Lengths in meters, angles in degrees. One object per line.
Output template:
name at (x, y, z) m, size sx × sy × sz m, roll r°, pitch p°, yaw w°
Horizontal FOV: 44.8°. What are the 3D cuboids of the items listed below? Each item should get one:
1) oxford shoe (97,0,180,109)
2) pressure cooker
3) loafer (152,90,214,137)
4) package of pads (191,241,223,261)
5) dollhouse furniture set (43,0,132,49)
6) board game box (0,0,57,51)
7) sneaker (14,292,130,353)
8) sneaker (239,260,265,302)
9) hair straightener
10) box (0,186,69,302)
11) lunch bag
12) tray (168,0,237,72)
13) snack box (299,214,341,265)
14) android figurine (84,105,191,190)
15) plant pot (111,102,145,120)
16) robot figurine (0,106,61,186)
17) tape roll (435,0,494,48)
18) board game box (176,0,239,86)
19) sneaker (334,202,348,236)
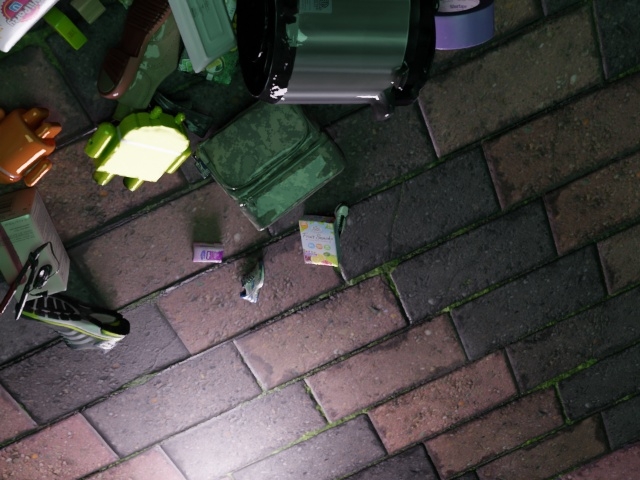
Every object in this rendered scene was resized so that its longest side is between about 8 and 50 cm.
oxford shoe at (-0.365, -0.457, 1.742) m, size 0.130 × 0.123 × 0.348 m, roll 25°, pitch 103°, yaw -50°
pressure cooker at (0.054, -0.469, 1.670) m, size 0.421 × 0.375 × 0.369 m, roll -5°, pitch 128°, yaw -19°
loafer at (-0.332, -0.317, 1.868) m, size 0.170 × 0.062 × 0.061 m, roll 34°, pitch 96°, yaw -37°
package of pads at (-0.305, 0.032, 2.097) m, size 0.083 × 0.032 × 0.050 m, roll 3°, pitch 122°, yaw -16°
dollhouse furniture set at (-0.497, -0.591, 1.652) m, size 0.301 × 0.151 × 0.197 m, roll -46°, pitch 143°, yaw -5°
board game box at (-0.599, -0.551, 1.482) m, size 0.224 × 0.303 × 0.098 m, roll -34°, pitch 156°, yaw 23°
sneaker at (-0.672, 0.233, 2.082) m, size 0.300 × 0.111 × 0.121 m, roll 23°, pitch 117°, yaw -23°
sneaker at (-0.192, 0.114, 2.165) m, size 0.058 × 0.052 × 0.135 m, roll 11°, pitch 117°, yaw -16°
hair straightener at (-0.685, 0.100, 1.861) m, size 0.089 × 0.047 × 0.230 m, roll 26°, pitch 108°, yaw -26°
box at (-0.722, 0.011, 1.906) m, size 0.127 × 0.148 × 0.232 m, roll -16°, pitch 123°, yaw -4°
lunch bag at (-0.125, -0.210, 1.903) m, size 0.305 × 0.212 × 0.256 m, roll -36°, pitch 106°, yaw 7°
tray at (-0.259, -0.515, 1.689) m, size 0.145 × 0.030 × 0.270 m, roll -44°, pitch 134°, yaw -31°
snack box at (0.000, 0.000, 2.127) m, size 0.100 × 0.037 × 0.141 m, roll 5°, pitch 124°, yaw 19°
android figurine at (-0.423, -0.219, 1.839) m, size 0.248 × 0.056 × 0.273 m, roll 8°, pitch 141°, yaw -42°
plant pot at (-0.444, -0.322, 1.827) m, size 0.083 × 0.083 × 0.079 m, roll 8°, pitch 105°, yaw -19°
robot figurine at (-0.704, -0.218, 1.788) m, size 0.219 × 0.128 × 0.158 m, roll -38°, pitch 133°, yaw 9°
tape roll at (0.313, -0.521, 1.828) m, size 0.189 × 0.189 × 0.080 m, roll -13°, pitch 124°, yaw -7°
board game box at (-0.232, -0.497, 1.798) m, size 0.136 × 0.030 × 0.259 m, roll 12°, pitch 117°, yaw -23°
sneaker at (0.056, -0.051, 2.133) m, size 0.040 × 0.043 × 0.109 m, roll 8°, pitch 117°, yaw -17°
